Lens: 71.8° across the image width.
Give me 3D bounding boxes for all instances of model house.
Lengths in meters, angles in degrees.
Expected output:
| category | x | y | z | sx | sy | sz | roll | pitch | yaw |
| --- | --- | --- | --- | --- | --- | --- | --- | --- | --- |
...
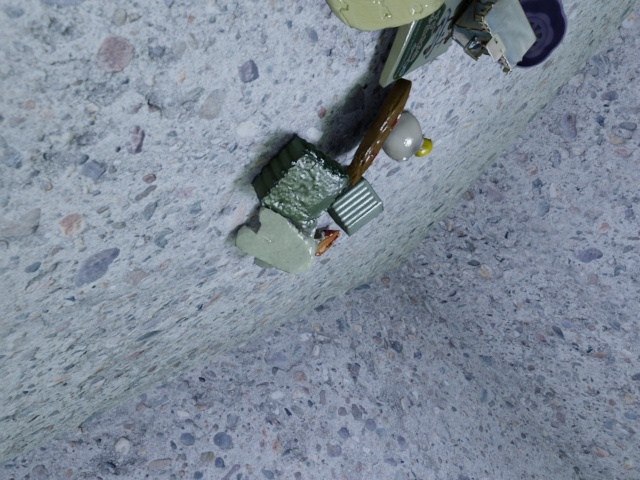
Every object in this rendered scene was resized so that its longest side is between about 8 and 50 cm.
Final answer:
| category | x | y | z | sx | sy | sz | roll | pitch | yaw |
| --- | --- | --- | --- | --- | --- | --- | --- | --- | --- |
| model house | 0.513 | -0.663 | 1.382 | 0.271 | 0.206 | 0.178 | 29 | 104 | -41 |

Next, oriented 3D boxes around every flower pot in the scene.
| category | x | y | z | sx | sy | sz | roll | pitch | yaw |
| --- | --- | --- | --- | --- | --- | --- | --- | --- | --- |
| flower pot | 0.773 | -0.774 | 1.639 | 0.243 | 0.265 | 0.265 | -32 | 163 | -54 |
| flower pot | 0.121 | -0.159 | 1.818 | 0.189 | 0.239 | 0.209 | -38 | 135 | -2 |

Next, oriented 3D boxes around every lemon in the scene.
| category | x | y | z | sx | sy | sz | roll | pitch | yaw |
| --- | --- | --- | --- | --- | --- | --- | --- | --- | --- |
| lemon | 0.471 | -0.432 | 2.063 | 0.111 | 0.082 | 0.082 | -34 | 161 | -5 |

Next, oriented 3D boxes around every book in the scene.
| category | x | y | z | sx | sy | sz | roll | pitch | yaw |
| --- | --- | --- | --- | --- | --- | --- | --- | --- | --- |
| book | 0.338 | -0.637 | 1.348 | 0.371 | 0.043 | 0.260 | -38 | 162 | -31 |

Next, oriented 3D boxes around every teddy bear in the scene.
| category | x | y | z | sx | sy | sz | roll | pitch | yaw |
| --- | --- | --- | --- | --- | --- | --- | --- | --- | --- |
| teddy bear | -0.146 | -0.024 | 1.798 | 0.327 | 0.375 | 0.362 | -45 | -158 | 13 |

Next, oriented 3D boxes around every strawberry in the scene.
| category | x | y | z | sx | sy | sz | roll | pitch | yaw |
| --- | --- | --- | --- | --- | --- | --- | --- | --- | --- |
| strawberry | -0.003 | 0.002 | 2.145 | 0.140 | 0.085 | 0.192 | 5 | 127 | -54 |

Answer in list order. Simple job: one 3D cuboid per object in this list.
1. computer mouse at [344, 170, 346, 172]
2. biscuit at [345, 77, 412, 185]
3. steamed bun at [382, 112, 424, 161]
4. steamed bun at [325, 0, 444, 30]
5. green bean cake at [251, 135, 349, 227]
| category | x | y | z | sx | sy | sz | roll | pitch | yaw |
| --- | --- | --- | --- | --- | --- | --- | --- | --- | --- |
| computer mouse | 0.000 | -0.214 | 1.658 | 0.264 | 0.088 | 0.147 | -36 | -169 | -34 |
| biscuit | 0.194 | -0.355 | 1.510 | 0.394 | 0.070 | 0.350 | -60 | 180 | 39 |
| steamed bun | 0.343 | -0.408 | 1.805 | 0.177 | 0.131 | 0.228 | -40 | 159 | -7 |
| steamed bun | 0.136 | -0.573 | 0.923 | 0.273 | 0.166 | 0.232 | -1 | 172 | 28 |
| green bean cake | -0.058 | -0.185 | 1.440 | 0.255 | 0.132 | 0.241 | 24 | 116 | -42 |
